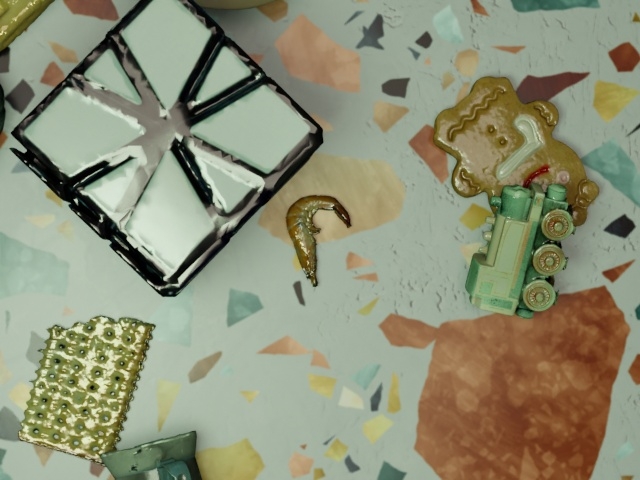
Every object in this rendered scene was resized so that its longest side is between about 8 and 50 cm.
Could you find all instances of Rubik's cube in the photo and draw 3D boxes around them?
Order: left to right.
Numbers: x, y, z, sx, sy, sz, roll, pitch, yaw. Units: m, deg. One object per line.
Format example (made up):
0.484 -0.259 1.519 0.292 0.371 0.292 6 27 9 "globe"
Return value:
-0.191 -0.119 1.823 0.293 0.283 0.288 -44 94 -2 "Rubik's cube"

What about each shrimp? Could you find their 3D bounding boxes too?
0.000 0.000 1.968 0.091 0.025 0.127 -5 86 -7 "shrimp"

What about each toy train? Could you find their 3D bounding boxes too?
0.273 0.010 1.948 0.125 0.081 0.194 11 106 -3 "toy train"

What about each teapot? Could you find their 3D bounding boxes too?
-0.191 0.366 1.857 0.171 0.203 0.225 -14 84 -24 "teapot"

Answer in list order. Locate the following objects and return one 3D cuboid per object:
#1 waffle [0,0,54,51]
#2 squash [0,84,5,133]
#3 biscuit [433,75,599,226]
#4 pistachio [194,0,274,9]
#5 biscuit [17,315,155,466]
-0.400 -0.395 1.922 0.274 0.057 0.168 -44 93 -6 "waffle"
-0.512 -0.160 1.846 0.218 0.172 0.218 2 84 -18 "squash"
0.273 -0.108 1.994 0.184 0.035 0.249 -40 93 -5 "biscuit"
-0.127 -0.401 1.897 0.288 0.166 0.197 -15 99 -5 "pistachio"
-0.318 0.192 1.934 0.144 0.016 0.203 16 88 -5 "biscuit"
